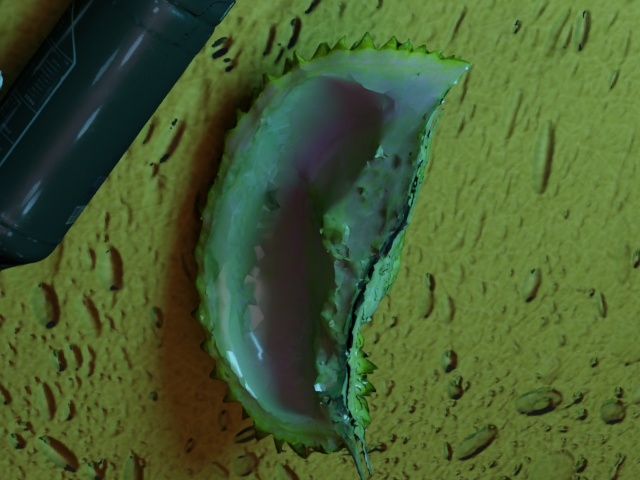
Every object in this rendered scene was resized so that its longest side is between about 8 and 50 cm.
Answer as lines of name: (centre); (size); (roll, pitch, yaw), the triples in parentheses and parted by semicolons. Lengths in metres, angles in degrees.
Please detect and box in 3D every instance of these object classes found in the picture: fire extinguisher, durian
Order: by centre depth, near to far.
fire extinguisher: (-0.185, -0.077, 1.161); (0.095, 0.114, 0.311); (40, 99, 9)
durian: (0.000, 0.000, 1.217); (0.158, 0.169, 0.352); (6, 115, -22)

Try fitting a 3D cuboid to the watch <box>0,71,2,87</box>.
watch: (-0.329, -0.083, 1.048); (0.193, 0.211, 0.211); (-10, 120, -35)
